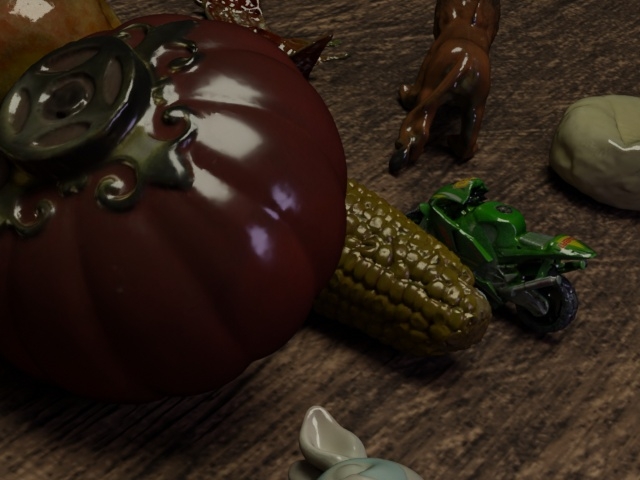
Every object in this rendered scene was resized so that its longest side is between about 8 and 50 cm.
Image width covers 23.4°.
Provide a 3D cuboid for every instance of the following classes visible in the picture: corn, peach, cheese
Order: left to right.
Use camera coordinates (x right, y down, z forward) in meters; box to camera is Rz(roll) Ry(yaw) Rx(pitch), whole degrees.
[{"bbox_3d":[-0.241,-0.130,1.325,0.235,0.214,0.214,22,28,-3],"label":"peach"},{"bbox_3d":[0.000,0.000,1.313,0.322,0.119,0.119,33,32,23],"label":"corn"},{"bbox_3d":[0.378,-0.085,1.685,0.263,0.093,0.159,11,26,-7],"label":"cheese"}]

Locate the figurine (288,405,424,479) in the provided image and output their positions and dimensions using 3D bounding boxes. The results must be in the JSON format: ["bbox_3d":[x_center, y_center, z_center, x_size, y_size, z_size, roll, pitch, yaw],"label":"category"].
[{"bbox_3d":[0.033,0.201,0.981,0.235,0.127,0.155,31,41,34],"label":"figurine"}]

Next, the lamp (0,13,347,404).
[{"bbox_3d":[-0.125,-0.024,1.134,0.303,0.257,0.303,-14,49,16],"label":"lamp"}]

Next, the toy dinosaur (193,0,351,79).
[{"bbox_3d":[-0.060,-0.257,1.739,0.206,0.113,0.327,20,27,6],"label":"toy dinosaur"}]

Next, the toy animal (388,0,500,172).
[{"bbox_3d":[0.146,-0.194,1.688,0.097,0.157,0.312,15,27,0],"label":"toy animal"}]

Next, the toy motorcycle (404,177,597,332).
[{"bbox_3d":[0.154,0.006,1.391,0.190,0.106,0.074,30,32,25],"label":"toy motorcycle"}]
